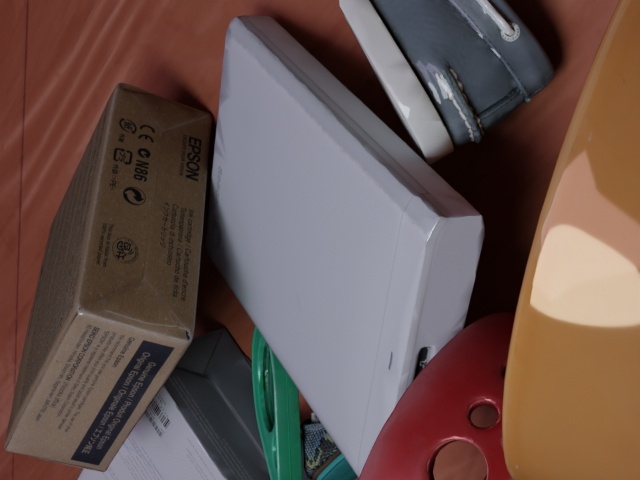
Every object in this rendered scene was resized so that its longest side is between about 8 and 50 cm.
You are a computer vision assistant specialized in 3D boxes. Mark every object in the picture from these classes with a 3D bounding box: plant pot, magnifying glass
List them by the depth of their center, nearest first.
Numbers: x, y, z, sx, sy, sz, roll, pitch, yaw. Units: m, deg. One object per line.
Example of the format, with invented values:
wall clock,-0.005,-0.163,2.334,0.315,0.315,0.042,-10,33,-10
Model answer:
plant pot,0.224,0.002,0.508,0.203,0.291,0.291,20,119,24
plant pot,0.135,0.161,0.710,0.174,0.191,0.191,31,125,31
magnifying glass,-0.027,0.167,0.940,0.092,0.026,0.231,111,152,-58

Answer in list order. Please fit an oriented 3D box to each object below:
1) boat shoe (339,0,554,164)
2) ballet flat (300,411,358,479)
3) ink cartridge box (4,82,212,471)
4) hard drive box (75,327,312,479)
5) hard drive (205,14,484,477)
boat shoe,0.039,-0.203,0.781,0.099,0.116,0.320,-26,73,6
ballet flat,0.040,0.116,0.896,0.188,0.070,0.070,-41,73,43
ink cartridge box,-0.162,0.029,0.976,0.193,0.088,0.235,125,155,-44
hard drive box,-0.107,0.219,1.070,0.181,0.089,0.232,54,135,21
hard drive,0.000,0.000,0.836,0.307,0.040,0.203,-130,41,-51
